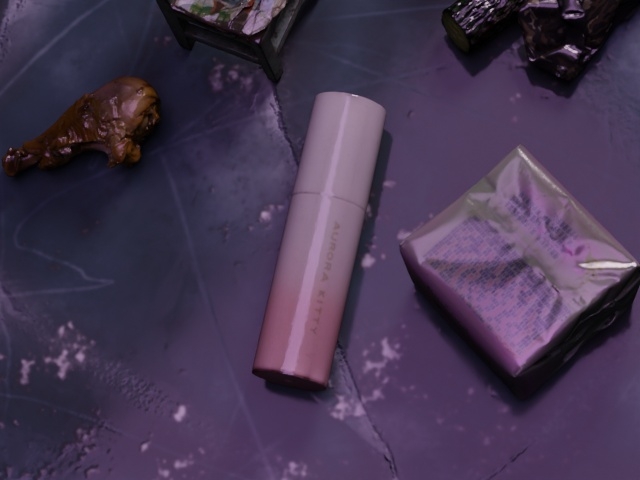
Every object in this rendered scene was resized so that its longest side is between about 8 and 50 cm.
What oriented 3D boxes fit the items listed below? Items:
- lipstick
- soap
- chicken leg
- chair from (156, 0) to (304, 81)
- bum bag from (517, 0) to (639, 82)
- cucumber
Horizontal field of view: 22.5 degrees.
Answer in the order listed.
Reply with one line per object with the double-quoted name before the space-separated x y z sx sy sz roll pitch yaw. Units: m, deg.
"lipstick" 0.000 0.000 1.806 0.087 0.087 0.327 10 77 10
"soap" 0.216 0.037 1.740 0.182 0.138 0.199 -40 73 -6
"chicken leg" -0.276 -0.117 1.884 0.207 0.085 0.101 -25 84 9
"chair" -0.101 -0.301 1.809 0.147 0.270 0.136 22 78 14
"bum bag" 0.328 -0.291 1.851 0.248 0.069 0.102 -44 86 -10
"cucumber" 0.264 -0.330 1.875 0.293 0.067 0.067 -41 73 -7
